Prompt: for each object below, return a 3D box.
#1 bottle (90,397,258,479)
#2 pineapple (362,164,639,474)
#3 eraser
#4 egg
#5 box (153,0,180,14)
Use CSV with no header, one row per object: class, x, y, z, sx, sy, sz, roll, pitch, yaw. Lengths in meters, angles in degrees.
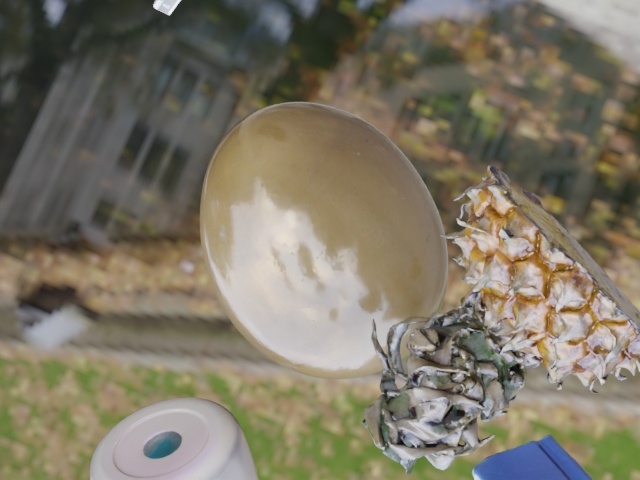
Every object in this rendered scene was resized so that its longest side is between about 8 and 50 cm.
bottle,-0.115,0.278,1.872,0.147,0.147,0.236,11,133,37
pineapple,0.150,0.105,1.881,0.262,0.271,0.262,45,-171,-9
eraser,0.141,0.163,1.259,0.085,0.063,0.027,-130,23,-59
egg,0.000,0.000,2.495,0.301,0.301,0.374,-1,123,57
box,-0.148,-0.370,2.361,0.029,0.109,0.198,20,143,-11
